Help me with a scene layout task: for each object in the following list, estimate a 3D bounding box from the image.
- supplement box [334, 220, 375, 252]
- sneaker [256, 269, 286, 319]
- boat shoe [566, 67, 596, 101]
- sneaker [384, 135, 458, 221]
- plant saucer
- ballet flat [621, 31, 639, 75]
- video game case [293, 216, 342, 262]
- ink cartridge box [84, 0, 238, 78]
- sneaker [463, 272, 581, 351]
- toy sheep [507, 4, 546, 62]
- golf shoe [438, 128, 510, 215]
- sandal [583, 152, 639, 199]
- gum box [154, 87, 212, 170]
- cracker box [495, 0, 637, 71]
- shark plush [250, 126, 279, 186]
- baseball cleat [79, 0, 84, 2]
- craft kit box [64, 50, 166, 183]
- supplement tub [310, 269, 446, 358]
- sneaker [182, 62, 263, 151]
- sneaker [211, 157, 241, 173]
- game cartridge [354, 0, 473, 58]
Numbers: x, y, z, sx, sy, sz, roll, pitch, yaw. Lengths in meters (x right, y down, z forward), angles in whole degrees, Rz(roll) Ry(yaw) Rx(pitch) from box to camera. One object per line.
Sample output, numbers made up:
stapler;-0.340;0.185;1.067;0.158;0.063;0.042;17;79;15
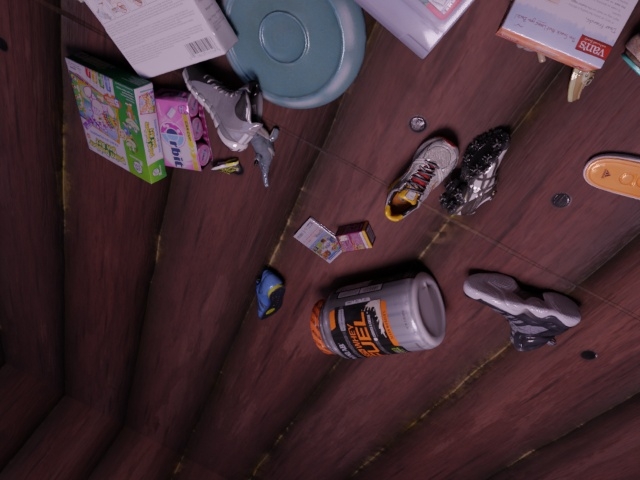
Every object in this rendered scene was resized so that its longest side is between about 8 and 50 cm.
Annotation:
supplement box;0.086;-0.008;1.245;0.083;0.043;0.055;-10;123;29
sneaker;-0.156;0.159;1.488;0.082;0.069;0.209;52;148;22
boat shoe;0.449;-0.303;0.835;0.048;0.056;0.153;15;125;18
sneaker;0.211;-0.121;1.063;0.088;0.093;0.225;31;132;-2
plant saucer;-0.068;-0.400;0.987;0.317;0.044;0.318;12;131;14
ballet flat;0.619;-0.225;0.795;0.316;0.108;0.106;39;125;-13
video game case;0.000;0.000;1.312;0.122;0.011;0.087;37;132;-8
ink cartridge box;-0.330;-0.454;0.986;0.275;0.060;0.239;0;138;36
sneaker;0.457;0.179;1.198;0.268;0.101;0.153;17;130;7
toy sheep;0.348;-0.355;0.814;0.091;0.091;0.132;-12;103;31
golf shoe;0.328;-0.134;1.027;0.093;0.077;0.198;12;128;-29
sandal;0.623;-0.091;0.919;0.265;0.076;0.102;11;131;15
gum box;-0.332;-0.267;1.198;0.107;0.062;0.189;11;131;16
cracker box;0.380;-0.384;0.724;0.155;0.067;0.233;25;105;3
shark plush;-0.145;-0.199;1.169;0.073;0.067;0.161;18;132;9
baseball cleat;-0.447;-0.549;1.008;0.205;0.072;0.110;-6;125;27
craft kit box;-0.485;-0.292;1.206;0.249;0.061;0.247;27;138;24
supplement tub;0.142;0.198;1.290;0.315;0.194;0.194;-17;119;34
sneaker;-0.190;-0.315;1.063;0.132;0.086;0.229;-35;87;34
sneaker;-0.234;-0.178;1.251;0.083;0.031;0.035;-7;125;28
game cartridge;0.189;-0.468;0.813;0.196;0.060;0.294;39;132;-5
